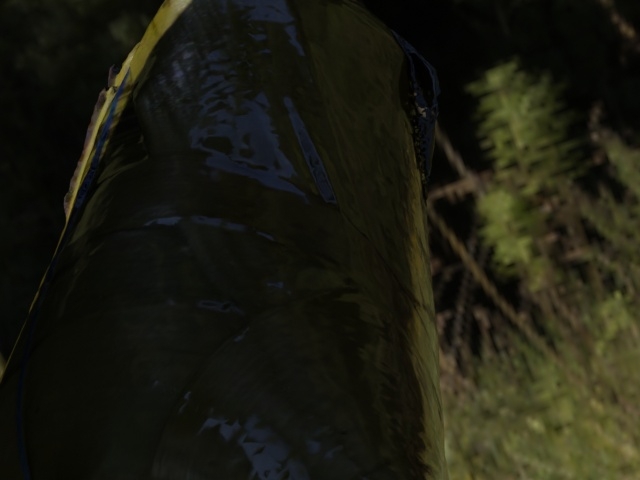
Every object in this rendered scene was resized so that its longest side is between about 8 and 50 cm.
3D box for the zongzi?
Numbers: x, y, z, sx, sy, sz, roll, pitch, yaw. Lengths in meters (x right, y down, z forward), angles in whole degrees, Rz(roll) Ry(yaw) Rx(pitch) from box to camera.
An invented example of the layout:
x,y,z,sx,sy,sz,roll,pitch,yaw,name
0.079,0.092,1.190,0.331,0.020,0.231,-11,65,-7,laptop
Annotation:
x,y,z,sx,sy,sz,roll,pitch,yaw,name
0.000,0.000,0.540,0.289,0.123,0.260,-36,33,60,zongzi
